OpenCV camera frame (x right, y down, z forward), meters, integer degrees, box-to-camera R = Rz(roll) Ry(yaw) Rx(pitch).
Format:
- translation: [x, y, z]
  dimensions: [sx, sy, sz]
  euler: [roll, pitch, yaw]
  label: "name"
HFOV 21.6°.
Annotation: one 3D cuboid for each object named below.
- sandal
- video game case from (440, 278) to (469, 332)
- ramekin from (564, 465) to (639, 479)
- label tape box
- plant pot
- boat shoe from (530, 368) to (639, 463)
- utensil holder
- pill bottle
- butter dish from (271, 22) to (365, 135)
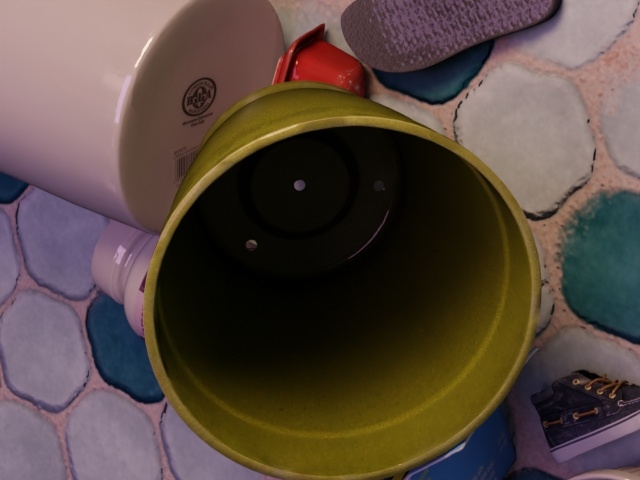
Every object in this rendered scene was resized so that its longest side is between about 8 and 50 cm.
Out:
- translation: [0.144, -0.241, 1.820]
  dimensions: [0.254, 0.054, 0.097]
  euler: [-8, 99, 26]
  label: "sandal"
- translation: [0.098, 0.095, 1.816]
  dimensions: [0.212, 0.023, 0.193]
  euler: [-63, 21, 13]
  label: "video game case"
- translation: [0.321, 0.330, 1.724]
  dimensions: [0.207, 0.109, 0.207]
  euler: [5, 98, 36]
  label: "ramekin"
- translation: [0.098, 0.280, 1.779]
  dimensions: [0.347, 0.249, 0.115]
  euler: [-37, 93, 32]
  label: "label tape box"
- translation: [0.000, 0.000, 1.683]
  dimensions: [0.366, 0.353, 0.366]
  euler: [-3, 111, -7]
  label: "plant pot"
- translation: [0.300, 0.165, 1.744]
  dimensions: [0.183, 0.065, 0.083]
  euler: [-31, 79, 35]
  label: "boat shoe"
- translation: [-0.280, -0.210, 1.956]
  dimensions: [0.385, 0.327, 0.327]
  euler: [22, 108, 29]
  label: "utensil holder"
- translation: [-0.123, 0.074, 1.972]
  dimensions: [0.301, 0.169, 0.169]
  euler: [30, 112, 29]
  label: "pill bottle"
- translation: [0.008, -0.149, 1.881]
  dimensions: [0.118, 0.160, 0.160]
  euler: [19, 109, 9]
  label: "butter dish"
